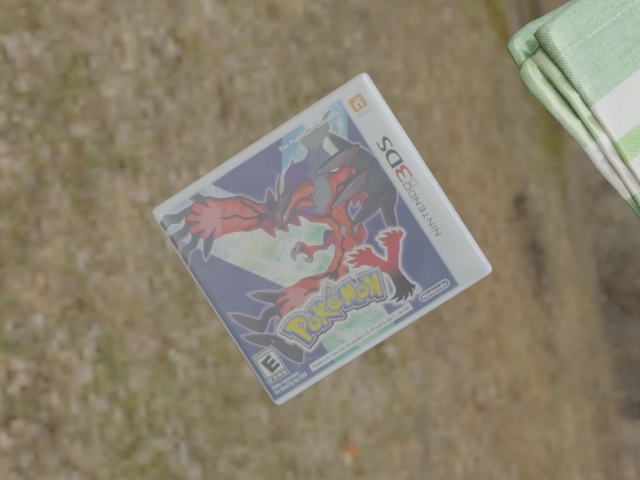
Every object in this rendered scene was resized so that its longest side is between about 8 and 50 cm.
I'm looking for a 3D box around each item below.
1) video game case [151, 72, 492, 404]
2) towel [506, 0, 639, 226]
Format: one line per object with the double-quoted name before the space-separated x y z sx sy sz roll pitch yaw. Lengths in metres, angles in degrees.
"video game case" 0.000 0.000 1.513 0.183 0.201 0.023 57 10 -1
"towel" 0.275 -0.029 1.037 0.325 0.248 0.038 56 -21 -1
